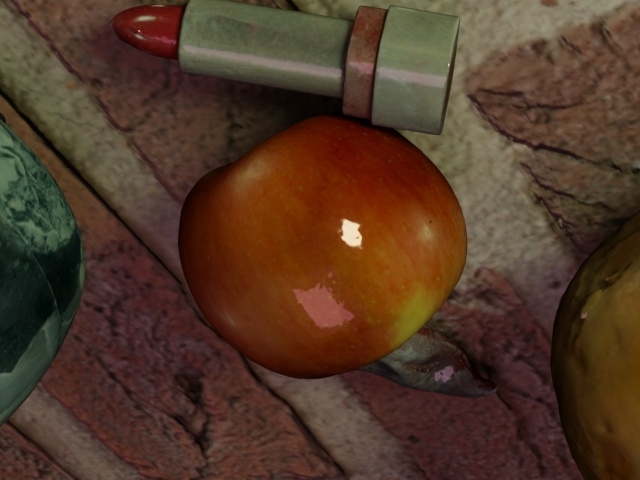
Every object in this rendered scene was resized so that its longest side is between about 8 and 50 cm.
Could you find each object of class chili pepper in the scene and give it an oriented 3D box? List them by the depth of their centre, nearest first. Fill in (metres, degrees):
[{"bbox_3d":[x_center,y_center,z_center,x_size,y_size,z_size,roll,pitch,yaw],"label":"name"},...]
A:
[{"bbox_3d":[0.053,0.073,1.208,0.153,0.041,0.050,16,164,-35],"label":"chili pepper"}]

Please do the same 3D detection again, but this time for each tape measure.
[{"bbox_3d":[-0.279,0.012,1.073,0.275,0.147,0.256,4,138,28],"label":"tape measure"}]

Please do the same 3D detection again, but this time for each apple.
[{"bbox_3d":[0.000,0.000,1.038,0.163,0.163,0.139,-34,98,40],"label":"apple"}]

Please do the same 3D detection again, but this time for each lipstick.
[{"bbox_3d":[-0.021,-0.105,0.993,0.186,0.057,0.063,11,142,5],"label":"lipstick"}]

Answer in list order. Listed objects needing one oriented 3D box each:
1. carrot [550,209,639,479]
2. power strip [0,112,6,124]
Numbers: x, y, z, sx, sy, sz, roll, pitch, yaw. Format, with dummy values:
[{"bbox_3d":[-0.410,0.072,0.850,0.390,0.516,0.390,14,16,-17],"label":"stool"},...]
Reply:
[{"bbox_3d":[0.298,0.046,0.988,0.341,0.224,0.224,-21,133,31],"label":"carrot"},{"bbox_3d":[-0.209,-0.035,1.125,0.038,0.029,0.111,6,141,2],"label":"power strip"}]
